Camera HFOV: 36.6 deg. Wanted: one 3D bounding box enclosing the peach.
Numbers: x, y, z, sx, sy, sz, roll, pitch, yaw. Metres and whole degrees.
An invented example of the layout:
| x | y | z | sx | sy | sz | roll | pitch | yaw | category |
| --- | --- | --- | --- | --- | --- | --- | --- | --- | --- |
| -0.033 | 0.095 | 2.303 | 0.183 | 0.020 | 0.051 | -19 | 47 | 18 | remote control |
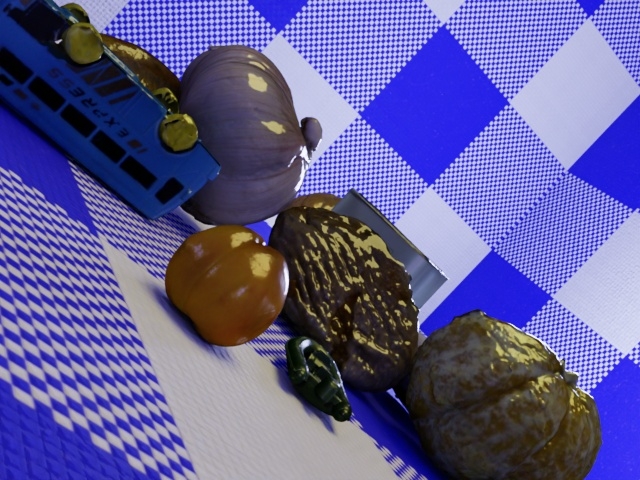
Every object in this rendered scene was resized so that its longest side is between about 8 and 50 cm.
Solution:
| x | y | z | sx | sy | sz | roll | pitch | yaw | category |
| --- | --- | --- | --- | --- | --- | --- | --- | --- | --- |
| -0.103 | 0.047 | 1.095 | 0.138 | 0.138 | 0.138 | 43 | 3 | -3 | peach |

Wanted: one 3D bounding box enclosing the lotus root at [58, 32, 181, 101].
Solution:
| x | y | z | sx | sy | sz | roll | pitch | yaw | category |
| --- | --- | --- | --- | --- | --- | --- | --- | --- | --- |
| -0.344 | -0.239 | 1.664 | 0.193 | 0.193 | 0.291 | 45 | -2 | 34 | lotus root |

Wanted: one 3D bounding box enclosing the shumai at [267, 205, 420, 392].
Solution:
| x | y | z | sx | sy | sz | roll | pitch | yaw | category |
| --- | --- | --- | --- | --- | --- | --- | --- | --- | --- |
| 0.003 | 0.117 | 1.679 | 0.346 | 0.217 | 0.283 | 56 | -29 | 2 | shumai |

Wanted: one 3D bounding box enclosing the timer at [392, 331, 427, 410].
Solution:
| x | y | z | sx | sy | sz | roll | pitch | yaw | category |
| --- | --- | --- | --- | --- | --- | --- | --- | --- | --- |
| 0.184 | 0.257 | 1.778 | 0.262 | 0.087 | 0.237 | 42 | -19 | 56 | timer |

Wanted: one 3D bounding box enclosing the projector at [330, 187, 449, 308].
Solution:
| x | y | z | sx | sy | sz | roll | pitch | yaw | category |
| --- | --- | --- | --- | --- | --- | --- | --- | --- | --- |
| 0.084 | 0.073 | 1.981 | 0.248 | 0.249 | 0.248 | 44 | 4 | 18 | projector |

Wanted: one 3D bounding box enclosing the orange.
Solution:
| x | y | z | sx | sy | sz | roll | pitch | yaw | category |
| --- | --- | --- | --- | --- | --- | --- | --- | --- | --- |
| 0.281 | 0.304 | 1.542 | 0.368 | 0.271 | 0.210 | 47 | 41 | -27 | orange |

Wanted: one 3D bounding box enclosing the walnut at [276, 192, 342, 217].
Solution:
| x | y | z | sx | sy | sz | roll | pitch | yaw | category |
| --- | --- | --- | --- | --- | --- | --- | --- | --- | --- |
| 0.000 | 0.000 | 2.237 | 0.257 | 0.257 | 0.224 | 23 | 52 | -81 | walnut |

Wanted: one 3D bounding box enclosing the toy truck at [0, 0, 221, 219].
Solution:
| x | y | z | sx | sy | sz | roll | pitch | yaw | category |
| --- | --- | --- | --- | --- | --- | --- | --- | --- | --- |
| -0.316 | -0.196 | 1.369 | 0.385 | 0.162 | 0.161 | 43 | 3 | -33 | toy truck |

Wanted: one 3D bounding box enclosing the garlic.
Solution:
| x | y | z | sx | sy | sz | roll | pitch | yaw | category |
| --- | --- | --- | --- | --- | --- | --- | --- | --- | --- |
| -0.141 | -0.176 | 1.637 | 0.241 | 0.322 | 0.322 | 3 | 27 | -31 | garlic |

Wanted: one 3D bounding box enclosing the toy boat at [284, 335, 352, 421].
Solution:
| x | y | z | sx | sy | sz | roll | pitch | yaw | category |
| --- | --- | --- | --- | --- | --- | --- | --- | --- | --- |
| -0.006 | 0.176 | 1.270 | 0.104 | 0.052 | 0.210 | 40 | 4 | -8 | toy boat |
